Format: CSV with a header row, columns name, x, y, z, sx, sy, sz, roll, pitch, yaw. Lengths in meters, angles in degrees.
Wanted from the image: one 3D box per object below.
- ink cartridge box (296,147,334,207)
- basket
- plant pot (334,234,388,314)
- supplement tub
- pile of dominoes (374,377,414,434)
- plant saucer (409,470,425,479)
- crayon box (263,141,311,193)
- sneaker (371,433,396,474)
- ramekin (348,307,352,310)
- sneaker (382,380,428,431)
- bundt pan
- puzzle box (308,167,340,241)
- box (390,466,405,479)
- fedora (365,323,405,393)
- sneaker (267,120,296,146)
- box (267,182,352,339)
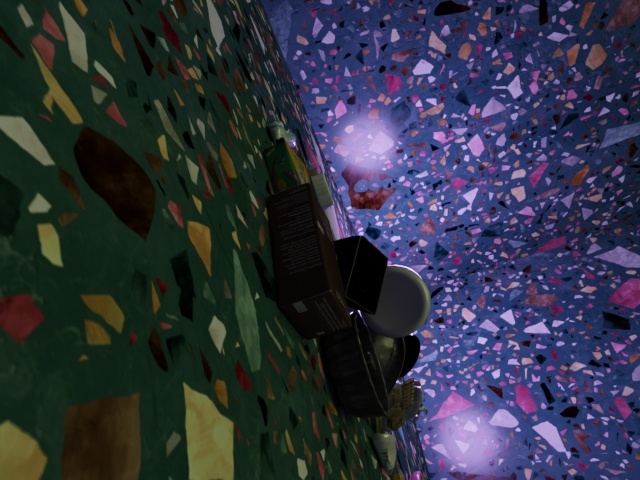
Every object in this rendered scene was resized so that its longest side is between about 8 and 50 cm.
name,x,y,z,sx,sy,sz,roll,pitch,yaw
ink cartridge box,-0.033,-0.232,1.880,0.275,0.060,0.238,163,-91,-81
basket,0.263,0.397,1.878,0.227,0.154,0.204,42,-51,54
plant pot,0.075,0.101,1.431,0.188,0.167,0.187,37,63,-47
supplement tub,0.254,0.197,1.621,0.316,0.229,0.228,10,62,-80
pile of dominoes,0.283,0.615,1.735,0.040,0.196,0.251,41,-27,37
plant saucer,0.428,1.150,1.984,0.332,0.084,0.331,-18,90,-81
crayon box,-0.095,-0.206,1.606,0.278,0.081,0.165,31,40,-77
sneaker,0.231,0.749,1.659,0.094,0.080,0.212,-83,157,-44
ramekin,0.096,0.152,1.864,0.277,0.135,0.277,-18,90,-82
sneaker,0.295,0.577,1.945,0.137,0.210,0.365,12,59,-80
bundt pan,0.103,0.386,1.445,0.331,0.124,0.330,-19,90,-82
puzzle box,0.025,-0.138,2.317,0.408,0.052,0.272,-99,166,-50
box,0.304,0.947,1.777,0.105,0.043,0.179,58,18,-56
fedora,0.182,0.413,1.719,0.124,0.275,0.244,27,-10,-30
sneaker,-0.141,-0.369,1.759,0.191,0.072,0.082,21,56,-68
box,-0.035,0.047,1.272,0.191,0.143,0.381,61,15,-49
